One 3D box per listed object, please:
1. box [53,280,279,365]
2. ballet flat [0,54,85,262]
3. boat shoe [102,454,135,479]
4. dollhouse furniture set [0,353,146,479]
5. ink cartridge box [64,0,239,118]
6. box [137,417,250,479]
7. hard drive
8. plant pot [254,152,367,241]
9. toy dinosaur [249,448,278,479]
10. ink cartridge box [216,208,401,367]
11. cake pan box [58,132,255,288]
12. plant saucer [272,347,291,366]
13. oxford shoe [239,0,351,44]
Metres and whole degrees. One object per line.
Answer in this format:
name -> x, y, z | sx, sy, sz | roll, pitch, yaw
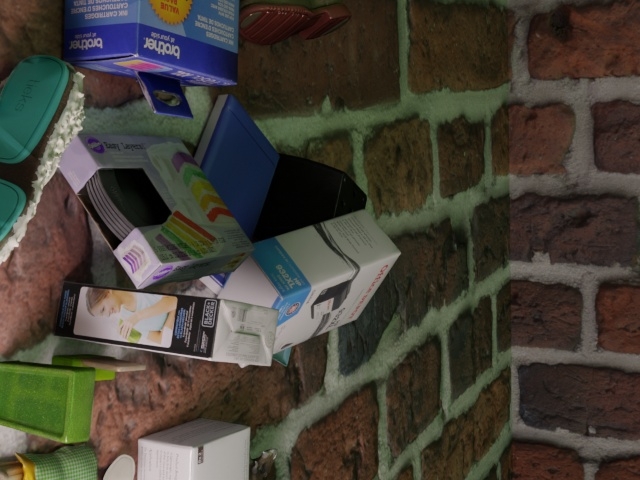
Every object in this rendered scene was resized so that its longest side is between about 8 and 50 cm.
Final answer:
box -> -0.230, 0.124, 1.304 | 0.169, 0.290, 0.087 | 21, 75, -62
ballet flat -> -0.411, -0.064, 1.132 | 0.147, 0.147, 0.408 | 60, 42, -45
boat shoe -> -0.334, 0.406, 1.398 | 0.046, 0.038, 0.125 | 22, 59, -16
dollhouse furniture set -> -0.350, 0.321, 1.242 | 0.198, 0.151, 0.301 | 10, 84, -61
ink cartridge box -> -0.255, -0.392, 1.366 | 0.270, 0.151, 0.395 | -2, 96, -61
box -> -0.220, 0.421, 1.524 | 0.182, 0.119, 0.180 | -2, 94, -61
hard drive -> -0.179, -0.083, 1.638 | 0.210, 0.040, 0.318 | 51, 49, -51
plant pot -> -0.009, -0.064, 1.821 | 0.187, 0.167, 0.188 | 42, 55, -56
toy dinosaur -> -0.138, 0.553, 1.724 | 0.160, 0.121, 0.313 | 15, 84, -49
ink cartridge box -> -0.029, 0.086, 1.641 | 0.308, 0.129, 0.223 | -19, 150, -40
cake pan box -> -0.252, -0.052, 1.342 | 0.245, 0.070, 0.267 | 53, 25, 15
plant saucer -> -0.112, 0.203, 1.810 | 0.192, 0.018, 0.067 | 42, 56, -54
oxford shoe -> -0.074, -0.479, 1.759 | 0.348, 0.123, 0.130 | -21, 85, -58
